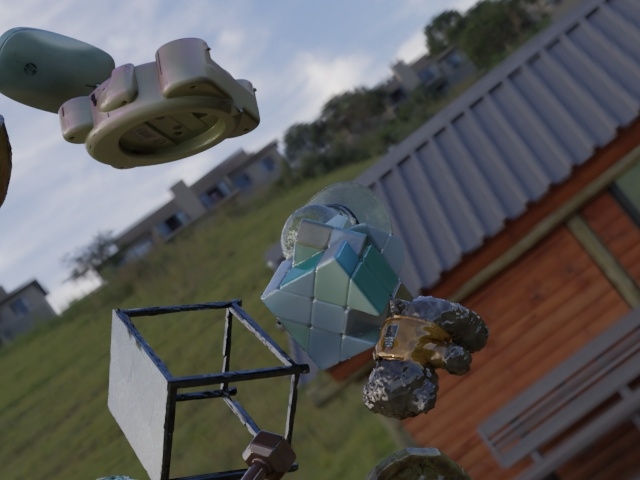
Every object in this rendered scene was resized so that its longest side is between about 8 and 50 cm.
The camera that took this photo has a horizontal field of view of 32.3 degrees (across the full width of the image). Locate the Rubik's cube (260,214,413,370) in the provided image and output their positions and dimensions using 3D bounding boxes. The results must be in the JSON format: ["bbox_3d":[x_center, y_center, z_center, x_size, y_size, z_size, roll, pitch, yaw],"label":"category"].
[{"bbox_3d":[0.030,0.070,1.931,0.224,0.265,0.213,-27,19,33],"label":"Rubik's cube"}]

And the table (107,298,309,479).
[{"bbox_3d":[-0.218,0.278,2.073,0.272,0.222,0.335,-3,21,-26],"label":"table"}]

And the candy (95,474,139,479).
[{"bbox_3d":[-0.185,0.390,1.060,0.097,0.323,0.097,-8,-9,-1],"label":"candy"}]

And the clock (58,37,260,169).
[{"bbox_3d":[-0.288,-0.231,1.991,0.309,0.114,0.284,-18,-17,15],"label":"clock"}]

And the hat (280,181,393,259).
[{"bbox_3d":[0.000,0.000,2.126,0.257,0.257,0.130,-41,-32,27],"label":"hat"}]

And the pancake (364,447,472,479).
[{"bbox_3d":[0.159,0.425,1.677,0.212,0.235,0.029,-57,12,-26],"label":"pancake"}]

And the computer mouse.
[{"bbox_3d":[-0.534,-0.337,2.236,0.288,0.097,0.159,14,-80,-43],"label":"computer mouse"}]

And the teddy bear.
[{"bbox_3d":[0.137,0.175,1.628,0.177,0.140,0.190,-9,51,42],"label":"teddy bear"}]

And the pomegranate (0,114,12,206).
[{"bbox_3d":[-0.572,-0.122,1.479,0.322,0.322,0.322,-37,-7,-5],"label":"pomegranate"}]

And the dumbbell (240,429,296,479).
[{"bbox_3d":[-0.125,0.419,1.849,0.082,0.092,0.231,-20,20,39],"label":"dumbbell"}]
